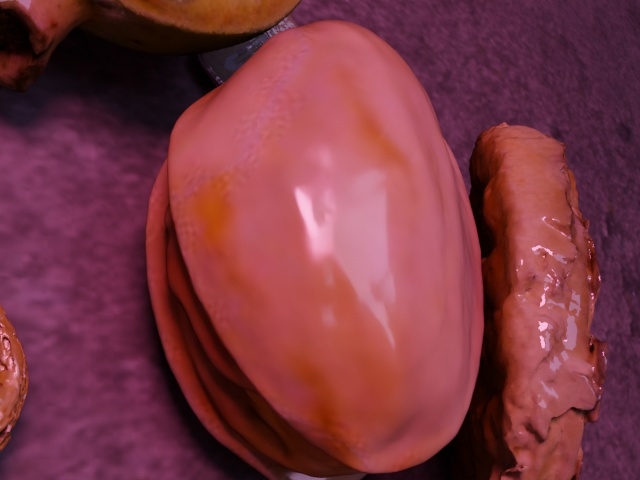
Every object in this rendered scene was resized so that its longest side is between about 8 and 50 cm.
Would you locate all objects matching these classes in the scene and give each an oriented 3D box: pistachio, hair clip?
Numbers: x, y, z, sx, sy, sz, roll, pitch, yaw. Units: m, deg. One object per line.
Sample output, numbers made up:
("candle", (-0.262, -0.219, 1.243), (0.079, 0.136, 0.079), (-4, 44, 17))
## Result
("pistachio", (0.000, 0.000, 0.497), (0.230, 0.230, 0.308), (13, 61, -41))
("hair clip", (-0.061, -0.166, 0.663), (0.054, 0.022, 0.137), (51, 44, -14))

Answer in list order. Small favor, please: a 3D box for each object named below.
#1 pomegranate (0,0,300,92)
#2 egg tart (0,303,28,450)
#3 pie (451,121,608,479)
("pomegranate", (-0.132, -0.224, 0.480), (0.340, 0.260, 0.260), (-46, 108, -15))
("egg tart", (-0.216, 0.068, 0.384), (0.129, 0.049, 0.128), (22, 52, -32))
("pie", (0.148, 0.084, 0.587), (0.339, 0.083, 0.339), (3, 90, -85))
